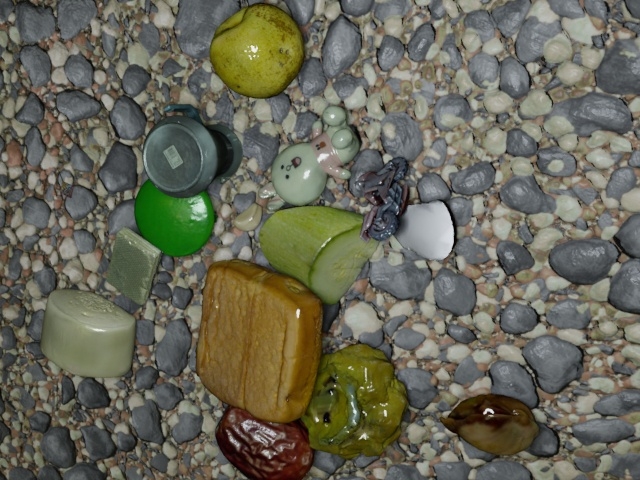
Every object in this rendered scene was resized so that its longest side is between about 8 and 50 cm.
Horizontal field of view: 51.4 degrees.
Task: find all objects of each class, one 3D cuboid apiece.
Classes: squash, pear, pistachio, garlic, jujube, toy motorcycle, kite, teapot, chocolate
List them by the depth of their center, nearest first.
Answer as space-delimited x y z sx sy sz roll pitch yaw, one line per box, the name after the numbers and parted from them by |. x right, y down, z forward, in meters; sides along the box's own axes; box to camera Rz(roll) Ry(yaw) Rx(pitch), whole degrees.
-0.126 -0.386 1.385 0.197 0.197 0.197 4 104 16 | pear
0.123 -0.082 1.393 0.118 0.212 0.084 -14 137 36 | toy motorcycle
0.227 -0.033 1.414 0.149 0.080 0.125 27 100 18 | chocolate
0.367 0.398 1.452 0.210 0.130 0.165 -1 142 17 | pistachio
-0.278 -0.202 1.453 0.171 0.225 0.203 -23 94 18 | teapot
-0.007 0.004 1.495 0.236 0.204 0.155 -59 43 18 | squash
-0.167 -0.050 1.552 0.083 0.041 0.053 -42 47 16 | garlic
-0.130 0.483 1.591 0.243 0.183 0.183 33 110 -5 | jujube
-0.651 -0.146 1.699 0.044 0.002 0.078 2 104 17 | kite

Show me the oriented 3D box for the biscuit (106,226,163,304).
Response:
-0.462 0.065 1.635 0.121 0.040 0.199 35 132 8 | biscuit

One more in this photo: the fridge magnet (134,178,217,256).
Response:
-0.345 -0.063 1.577 0.208 0.088 0.207 4 105 16 | fridge magnet

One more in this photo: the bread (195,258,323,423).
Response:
-0.125 0.224 1.503 0.328 0.148 0.336 14 105 36 | bread

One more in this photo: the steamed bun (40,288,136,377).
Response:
-0.602 0.247 1.695 0.250 0.155 0.199 22 108 14 | steamed bun

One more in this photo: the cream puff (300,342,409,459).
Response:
0.063 0.376 1.505 0.282 0.185 0.281 4 106 15 | cream puff

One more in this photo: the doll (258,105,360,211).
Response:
-0.015 -0.164 1.444 0.275 0.113 0.154 -43 66 26 | doll
